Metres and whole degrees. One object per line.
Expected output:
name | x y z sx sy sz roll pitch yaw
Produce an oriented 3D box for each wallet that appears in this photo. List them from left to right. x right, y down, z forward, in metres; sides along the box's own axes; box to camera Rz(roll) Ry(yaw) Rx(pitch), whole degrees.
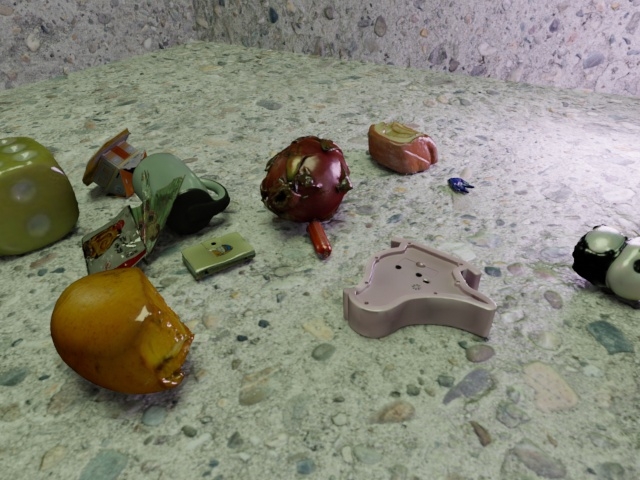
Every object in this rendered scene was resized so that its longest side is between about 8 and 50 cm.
wallet | -0.251 0.036 1.199 0.155 0.039 0.110 -21 41 -28

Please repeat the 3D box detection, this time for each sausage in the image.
sausage | 0.000 0.000 1.245 0.048 0.050 0.145 32 19 -30

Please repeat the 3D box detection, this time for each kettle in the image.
kettle | -0.370 -0.128 1.346 0.221 0.161 0.236 -12 35 -34

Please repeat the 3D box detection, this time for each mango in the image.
mango | -0.376 0.147 0.900 0.350 0.201 0.199 16 8 36

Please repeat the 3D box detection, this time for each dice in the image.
dice | -0.788 -0.116 1.258 0.238 0.233 0.227 26 42 35

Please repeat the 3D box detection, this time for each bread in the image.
bread | 0.257 -0.321 1.672 0.190 0.122 0.244 -26 40 -31

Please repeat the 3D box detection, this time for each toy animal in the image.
toy animal | 0.673 0.045 1.090 0.166 0.138 0.179 -38 42 -22

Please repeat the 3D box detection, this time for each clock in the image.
clock | 0.214 0.121 1.029 0.290 0.080 0.275 21 39 31

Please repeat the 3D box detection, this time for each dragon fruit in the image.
dragon fruit | -0.034 -0.164 1.341 0.251 0.250 0.315 1 15 1

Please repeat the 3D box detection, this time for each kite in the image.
kite | -0.443 -0.063 1.241 0.323 0.013 0.267 -23 63 33

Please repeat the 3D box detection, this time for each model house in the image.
model house | -0.605 -0.209 1.498 0.136 0.207 0.219 36 32 -12

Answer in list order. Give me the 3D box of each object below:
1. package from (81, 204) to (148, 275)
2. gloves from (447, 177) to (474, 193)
package | -0.509 0.013 1.208 0.154 0.030 0.239 -35 46 -5
gloves | 0.436 -0.172 1.526 0.064 0.026 0.086 -10 34 -18
